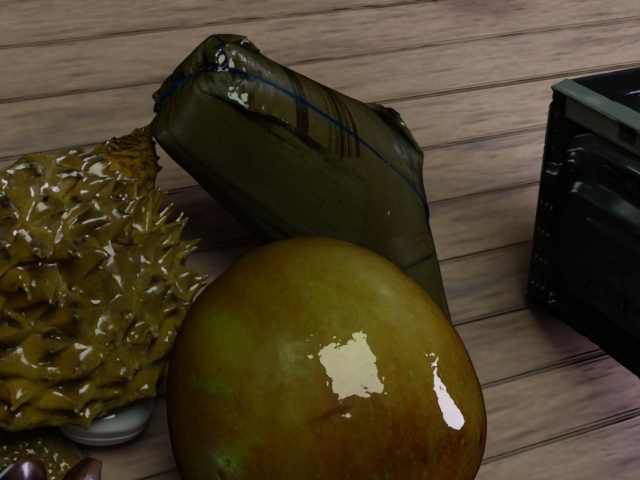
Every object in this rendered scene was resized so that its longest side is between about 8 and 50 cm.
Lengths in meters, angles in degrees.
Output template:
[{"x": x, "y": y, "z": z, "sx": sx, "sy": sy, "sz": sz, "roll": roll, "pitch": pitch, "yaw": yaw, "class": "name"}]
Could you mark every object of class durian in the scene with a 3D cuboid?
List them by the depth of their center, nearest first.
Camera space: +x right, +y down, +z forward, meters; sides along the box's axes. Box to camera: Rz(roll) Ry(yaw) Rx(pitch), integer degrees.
[{"x": -0.186, "y": 0.036, "z": 0.935, "sx": 0.305, "sy": 0.185, "sz": 0.196, "roll": -25, "pitch": 86, "yaw": -40, "class": "durian"}]

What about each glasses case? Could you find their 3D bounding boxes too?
[{"x": -0.172, "y": 0.064, "z": 1.007, "sx": 0.076, "sy": 0.049, "sz": 0.197, "roll": -1, "pitch": 54, "yaw": -19, "class": "glasses case"}]

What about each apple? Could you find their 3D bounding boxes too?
[{"x": 0.003, "y": 0.111, "z": 0.916, "sx": 0.236, "sy": 0.237, "sz": 0.208, "roll": -13, "pitch": 62, "yaw": -28, "class": "apple"}]

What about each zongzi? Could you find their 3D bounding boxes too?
[{"x": 0.000, "y": 0.000, "z": 1.031, "sx": 0.260, "sy": 0.123, "sz": 0.289, "roll": 22, "pitch": 44, "yaw": -45, "class": "zongzi"}]

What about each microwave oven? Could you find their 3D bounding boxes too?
[{"x": 0.317, "y": 0.008, "z": 1.058, "sx": 0.181, "sy": 0.238, "sz": 0.295, "roll": -12, "pitch": 31, "yaw": -29, "class": "microwave oven"}]

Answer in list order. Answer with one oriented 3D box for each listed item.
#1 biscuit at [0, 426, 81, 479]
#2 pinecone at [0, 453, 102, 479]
[{"x": -0.222, "y": 0.201, "z": 0.895, "sx": 0.254, "sy": 0.029, "sz": 0.172, "roll": 45, "pitch": 51, "yaw": 16, "class": "biscuit"}, {"x": -0.261, "y": 0.237, "z": 0.609, "sx": 0.397, "sy": 0.398, "sz": 0.398, "roll": 10, "pitch": 50, "yaw": -13, "class": "pinecone"}]
